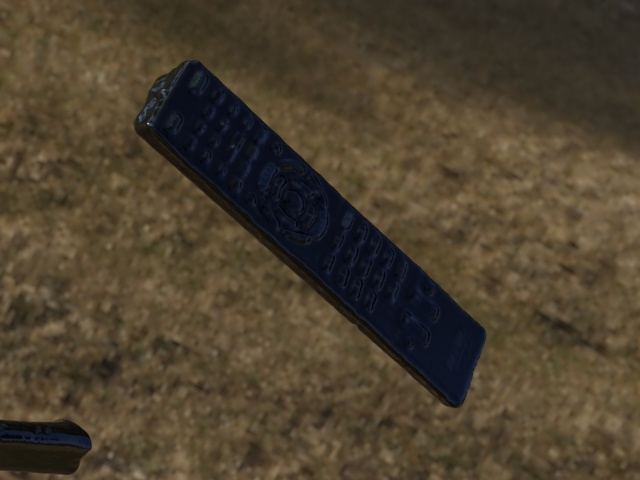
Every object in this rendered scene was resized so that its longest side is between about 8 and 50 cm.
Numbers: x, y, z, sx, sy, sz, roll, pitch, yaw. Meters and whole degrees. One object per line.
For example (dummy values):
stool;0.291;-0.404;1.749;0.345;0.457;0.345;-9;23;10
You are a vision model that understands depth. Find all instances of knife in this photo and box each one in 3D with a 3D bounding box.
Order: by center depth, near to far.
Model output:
knife;-0.195;0.088;0.732;0.060;0.028;0.230;29;4;27

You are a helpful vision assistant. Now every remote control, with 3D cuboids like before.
remote control;0.000;0.000;0.830;0.245;0.025;0.063;43;43;-20
